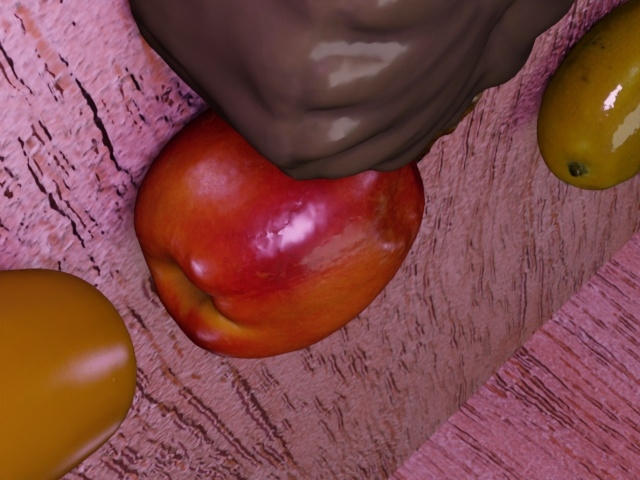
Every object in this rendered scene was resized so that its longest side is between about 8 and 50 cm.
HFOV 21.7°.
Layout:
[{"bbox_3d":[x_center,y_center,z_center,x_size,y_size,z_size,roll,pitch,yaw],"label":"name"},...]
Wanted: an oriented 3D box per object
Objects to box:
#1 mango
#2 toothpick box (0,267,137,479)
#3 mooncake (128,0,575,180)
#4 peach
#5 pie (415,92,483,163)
[{"bbox_3d":[0.359,-0.186,1.974,0.273,0.149,0.185,-57,154,12],"label":"mango"},{"bbox_3d":[-0.246,0.109,1.136,0.175,0.175,0.271,-55,164,24],"label":"toothpick box"},{"bbox_3d":[0.055,-0.208,1.092,0.356,0.194,0.356,-43,166,-13],"label":"mooncake"},{"bbox_3d":[-0.026,-0.024,1.294,0.243,0.199,0.243,-36,-177,2],"label":"peach"},{"bbox_3d":[0.052,-0.103,1.509,0.277,0.078,0.277,-41,169,-10],"label":"pie"}]
